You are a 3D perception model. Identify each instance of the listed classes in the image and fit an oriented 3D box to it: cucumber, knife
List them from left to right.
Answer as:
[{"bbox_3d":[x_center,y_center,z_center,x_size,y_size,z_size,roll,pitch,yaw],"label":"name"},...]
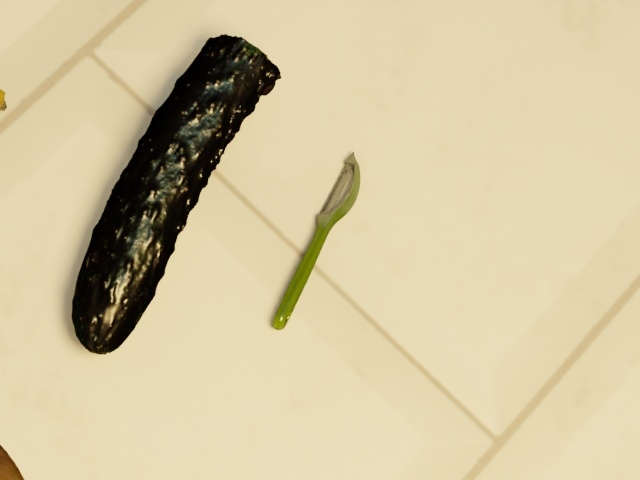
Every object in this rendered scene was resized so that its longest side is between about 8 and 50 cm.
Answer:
[{"bbox_3d":[-0.135,-0.041,1.669,0.081,0.072,0.303,31,68,-5],"label":"cucumber"},{"bbox_3d":[0.000,0.000,1.721,0.026,0.022,0.184,18,66,19],"label":"knife"}]

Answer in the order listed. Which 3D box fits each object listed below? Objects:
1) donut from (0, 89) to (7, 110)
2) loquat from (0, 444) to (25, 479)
[{"bbox_3d":[-0.305,-0.106,1.661,0.083,0.038,0.067,-1,70,-14],"label":"donut"},{"bbox_3d":[-0.312,0.233,1.451,0.193,0.238,0.238,15,69,-20],"label":"loquat"}]
